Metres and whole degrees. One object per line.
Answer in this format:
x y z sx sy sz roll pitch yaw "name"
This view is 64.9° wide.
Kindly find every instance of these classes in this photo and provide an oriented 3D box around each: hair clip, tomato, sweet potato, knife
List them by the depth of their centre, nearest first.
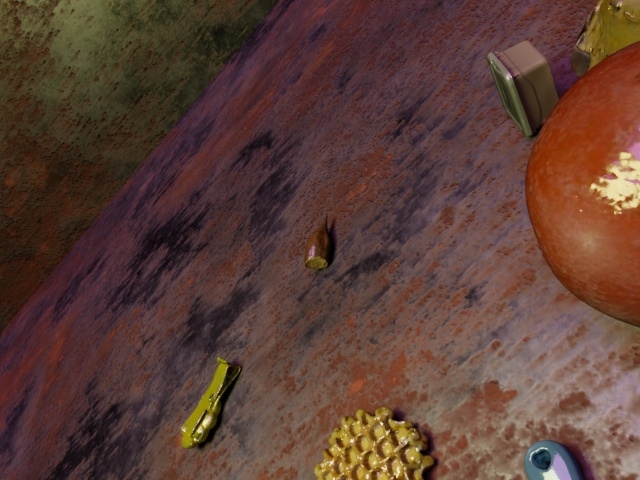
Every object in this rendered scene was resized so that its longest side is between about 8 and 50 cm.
0.322 -0.044 0.428 0.265 0.265 0.265 -30 42 32 "tomato"
0.249 0.303 0.449 0.058 0.032 0.244 -35 44 23 "knife"
-0.215 0.312 0.964 0.072 0.046 0.173 -1 60 53 "hair clip"
0.000 0.000 0.965 0.049 0.049 0.117 -16 51 42 "sweet potato"

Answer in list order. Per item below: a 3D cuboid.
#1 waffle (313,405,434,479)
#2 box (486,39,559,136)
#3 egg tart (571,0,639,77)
0.066 0.306 0.646 0.191 0.038 0.191 -30 42 32 "waffle"
0.300 -0.225 0.737 0.062 0.122 0.089 -28 41 16 "box"
0.458 -0.293 0.592 0.341 0.132 0.341 -32 40 31 "egg tart"
